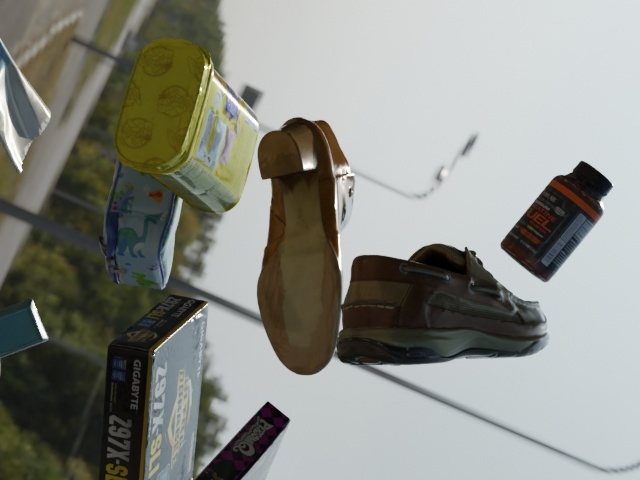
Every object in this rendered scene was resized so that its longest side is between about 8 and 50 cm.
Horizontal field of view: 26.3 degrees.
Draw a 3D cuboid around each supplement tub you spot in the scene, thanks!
[{"bbox_3d":[0.394,-0.035,2.261,0.198,0.106,0.106,-51,-168,2],"label":"supplement tub"}]

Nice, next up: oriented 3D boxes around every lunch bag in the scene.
[{"bbox_3d":[-0.218,-0.054,1.747,0.176,0.090,0.218,101,-2,-69],"label":"lunch bag"}]

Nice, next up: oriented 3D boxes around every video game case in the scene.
[{"bbox_3d":[-0.129,0.311,1.590,0.210,0.042,0.232,-45,167,-29],"label":"video game case"}]

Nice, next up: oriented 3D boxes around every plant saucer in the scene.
[{"bbox_3d":[-0.473,0.143,1.869,0.018,0.192,0.067,-131,-158,-70],"label":"plant saucer"}]

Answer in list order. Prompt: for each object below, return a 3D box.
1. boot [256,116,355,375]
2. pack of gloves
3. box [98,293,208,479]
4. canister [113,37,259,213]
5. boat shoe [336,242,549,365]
[{"bbox_3d":[-0.001,-0.001,1.626,0.211,0.104,0.295,-15,99,-72],"label":"boot"},{"bbox_3d":[-0.320,-0.111,1.267,0.232,0.046,0.195,65,37,-54],"label":"pack of gloves"},{"bbox_3d":[-0.259,0.274,2.129,0.257,0.079,0.321,-41,139,-69],"label":"box"},{"bbox_3d":[-0.123,-0.104,1.320,0.170,0.073,0.126,43,59,-68],"label":"canister"},{"bbox_3d":[0.135,0.062,1.386,0.123,0.324,0.119,-5,-94,34],"label":"boat shoe"}]
